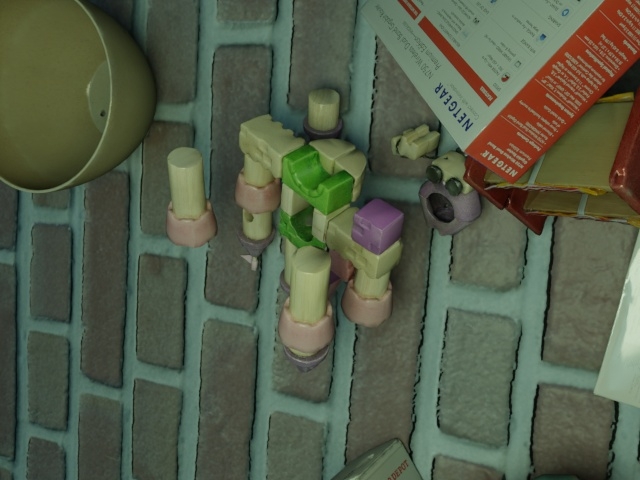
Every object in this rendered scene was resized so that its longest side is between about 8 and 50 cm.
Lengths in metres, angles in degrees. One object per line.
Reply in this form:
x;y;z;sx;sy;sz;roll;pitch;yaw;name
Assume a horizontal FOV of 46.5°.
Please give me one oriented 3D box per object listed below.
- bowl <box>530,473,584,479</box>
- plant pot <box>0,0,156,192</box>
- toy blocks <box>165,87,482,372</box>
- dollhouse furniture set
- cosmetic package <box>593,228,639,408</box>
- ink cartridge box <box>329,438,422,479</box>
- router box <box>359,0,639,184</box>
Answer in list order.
0.295;0.377;0.814;0.311;0.311;0.163;40;92;17;bowl
-0.354;-0.216;1.099;0.284;0.191;0.284;3;97;25;plant pot
0.000;0.000;0.965;0.288;0.309;0.260;38;144;30;toy blocks
0.324;-0.193;0.784;0.201;0.152;0.374;13;79;55;dollhouse furniture set
0.390;0.072;0.838;0.099;0.060;0.239;17;103;24;cosmetic package
0.094;0.391;0.963;0.092;0.158;0.218;-31;81;26;ink cartridge box
0.209;-0.274;0.776;0.301;0.082;0.335;-48;37;22;router box
